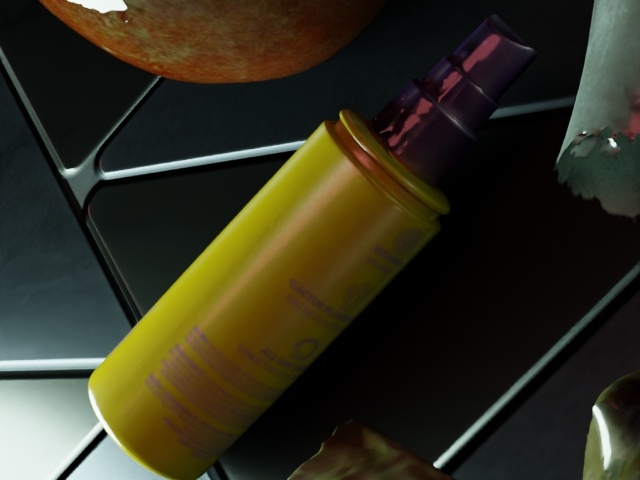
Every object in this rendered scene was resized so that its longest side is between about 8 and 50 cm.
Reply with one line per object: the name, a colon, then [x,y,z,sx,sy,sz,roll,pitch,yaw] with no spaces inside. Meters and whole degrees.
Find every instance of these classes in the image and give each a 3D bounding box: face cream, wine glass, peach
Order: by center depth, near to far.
wine glass: [0.172,-0.116,0.533,0.103,0.103,0.222,12,77,43]
face cream: [0.000,0.000,0.633,0.273,0.078,0.078,-47,47,13]
peach: [-0.056,-0.207,0.679,0.252,0.252,0.253,-19,58,33]

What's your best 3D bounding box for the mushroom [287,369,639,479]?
mushroom: [0.134,0.158,0.409,0.292,0.212,0.218,-9,102,44]
